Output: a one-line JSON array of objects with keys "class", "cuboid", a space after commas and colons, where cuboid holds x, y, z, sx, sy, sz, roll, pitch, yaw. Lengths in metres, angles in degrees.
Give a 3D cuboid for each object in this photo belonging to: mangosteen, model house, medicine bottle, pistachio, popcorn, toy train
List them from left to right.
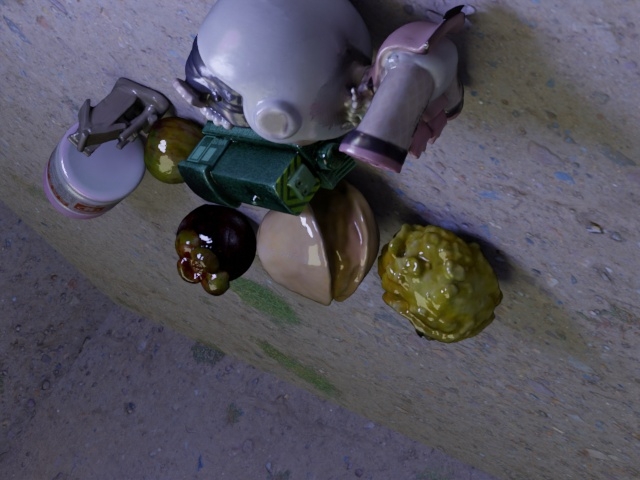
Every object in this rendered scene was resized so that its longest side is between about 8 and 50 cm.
[{"class": "medicine bottle", "cuboid": [-0.545, -0.166, 2.257, 0.202, 0.202, 0.316, 38, 160, -14]}, {"class": "model house", "cuboid": [-0.430, -0.243, 1.953, 0.122, 0.188, 0.229, 53, 157, -8]}, {"class": "mangosteen", "cuboid": [-0.252, 0.014, 2.232, 0.209, 0.210, 0.210, 29, 161, 11]}, {"class": "toy train", "cuboid": [-0.101, -0.136, 1.659, 0.330, 0.178, 0.138, 15, 153, 45]}, {"class": "pistachio", "cuboid": [0.000, 0.000, 1.758, 0.321, 0.229, 0.238, 133, 119, -73]}, {"class": "popcorn", "cuboid": [0.201, 0.087, 1.694, 0.233, 0.192, 0.266, 27, 155, 21]}]

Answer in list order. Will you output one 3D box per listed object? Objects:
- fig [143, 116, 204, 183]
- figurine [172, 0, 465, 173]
[{"class": "fig", "cuboid": [-0.235, -0.173, 1.926, 0.245, 0.149, 0.149, 12, 162, -7]}, {"class": "figurine", "cuboid": [0.007, -0.230, 1.227, 0.361, 0.253, 0.211, 15, 112, 25]}]
